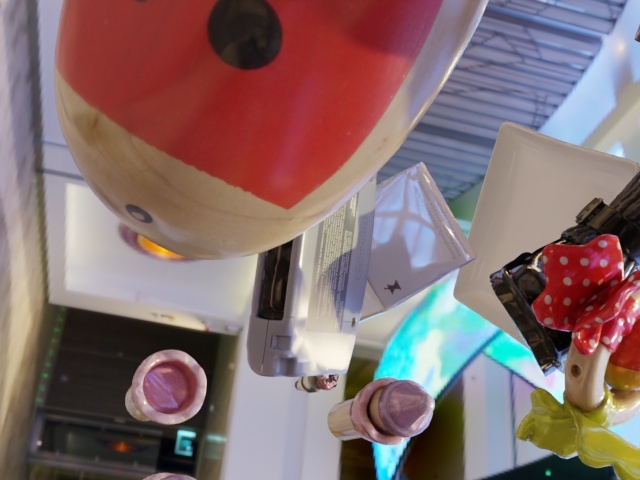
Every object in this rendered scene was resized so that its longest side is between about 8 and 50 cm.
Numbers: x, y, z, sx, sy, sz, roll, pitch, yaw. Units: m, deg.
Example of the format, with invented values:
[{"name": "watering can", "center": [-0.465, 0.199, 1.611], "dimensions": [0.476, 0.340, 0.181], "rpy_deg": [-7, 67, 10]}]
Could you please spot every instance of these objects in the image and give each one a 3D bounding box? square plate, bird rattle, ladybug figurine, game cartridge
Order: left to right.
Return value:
[{"name": "ladybug figurine", "center": [-0.044, -0.194, 0.567], "dimensions": [0.305, 0.162, 0.449], "rpy_deg": [38, -74, 31]}, {"name": "game cartridge", "center": [0.000, 0.000, 0.922], "dimensions": [0.198, 0.062, 0.297], "rpy_deg": [20, 76, -69]}, {"name": "square plate", "center": [0.371, -0.001, 1.402], "dimensions": [0.347, 0.049, 0.343], "rpy_deg": [38, -62, 60]}, {"name": "bird rattle", "center": [0.295, 0.113, 0.868], "dimensions": [0.143, 0.207, 0.253], "rpy_deg": [10, -74, 48]}]

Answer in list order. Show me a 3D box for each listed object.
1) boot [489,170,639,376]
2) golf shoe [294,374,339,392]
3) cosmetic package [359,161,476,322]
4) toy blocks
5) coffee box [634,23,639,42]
[{"name": "boot", "center": [0.355, 0.020, 1.036], "dimensions": [0.260, 0.131, 0.348], "rpy_deg": [-33, -177, 20]}, {"name": "golf shoe", "center": [-0.004, 0.201, 1.580], "dimensions": [0.086, 0.067, 0.186], "rpy_deg": [-15, -139, 32]}, {"name": "cosmetic package", "center": [0.087, 0.010, 1.151], "dimensions": [0.151, 0.151, 0.184], "rpy_deg": [61, -17, 3]}, {"name": "toy blocks", "center": [-0.030, 0.258, 0.723], "dimensions": [0.260, 0.289, 0.308], "rpy_deg": [143, -47, -62]}, {"name": "coffee box", "center": [0.564, -0.394, 1.194], "dimensions": [0.141, 0.098, 0.246], "rpy_deg": [-56, 171, -38]}]
